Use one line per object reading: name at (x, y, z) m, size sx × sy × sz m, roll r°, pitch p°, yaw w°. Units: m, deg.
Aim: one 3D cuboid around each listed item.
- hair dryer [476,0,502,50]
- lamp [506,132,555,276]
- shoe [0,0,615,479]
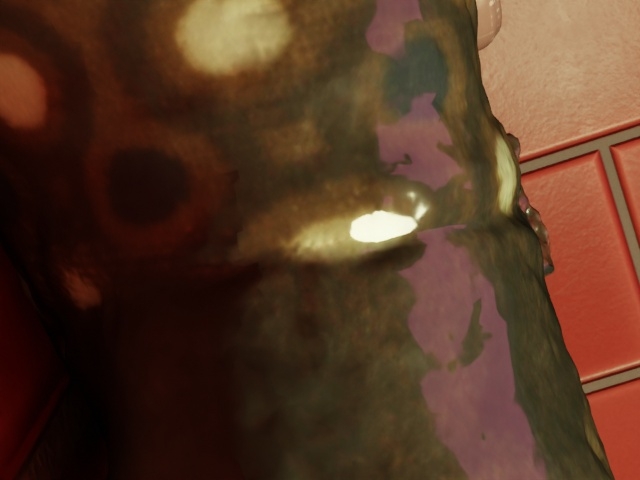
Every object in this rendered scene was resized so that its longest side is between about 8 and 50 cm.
hair dryer at (0.019, -0.188, 1.606) m, size 0.352 × 0.210 × 0.125 m, roll 178°, pitch -112°, yaw -80°
lamp at (-0.007, -0.010, 0.850) m, size 0.151 × 0.215 × 0.223 m, roll 58°, pitch -16°, yaw -8°
shoe at (-0.016, 0.012, 0.506) m, size 0.237 × 0.171 × 0.384 m, roll -109°, pitch -175°, yaw -45°
